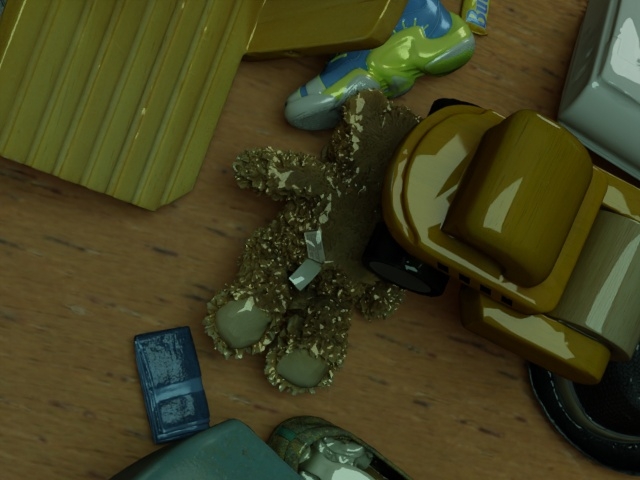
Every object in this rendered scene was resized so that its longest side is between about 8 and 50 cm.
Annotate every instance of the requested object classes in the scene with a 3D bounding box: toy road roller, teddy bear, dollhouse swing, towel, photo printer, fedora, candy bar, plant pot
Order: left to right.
[{"bbox_3d":[-0.159,0.153,1.658,0.067,0.029,0.119,-12,87,-16],"label":"towel"},{"bbox_3d":[-0.129,0.320,1.548,0.247,0.248,0.252,43,66,-6],"label":"plant pot"},{"bbox_3d":[-0.118,-0.202,1.516,0.347,0.315,0.305,22,73,-49],"label":"dollhouse swing"},{"bbox_3d":[0.000,0.000,1.671,0.245,0.113,0.338,16,82,-20],"label":"teddy bear"},{"bbox_3d":[0.189,-0.313,1.803,0.040,0.018,0.161,13,80,-12],"label":"candy bar"},{"bbox_3d":[0.217,-0.009,1.552,0.329,0.240,0.202,27,78,-9],"label":"toy road roller"},{"bbox_3d":[0.400,0.103,1.742,0.334,0.152,0.334,1,84,-14],"label":"fedora"},{"bbox_3d":[0.429,-0.149,1.753,0.307,0.107,0.256,30,45,-10],"label":"photo printer"}]

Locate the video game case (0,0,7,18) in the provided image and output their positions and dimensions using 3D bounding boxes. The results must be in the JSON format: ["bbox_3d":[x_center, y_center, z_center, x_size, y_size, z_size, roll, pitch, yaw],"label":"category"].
[{"bbox_3d":[-0.281,-0.211,1.671,0.190,0.022,0.173,-23,90,-16],"label":"video game case"}]

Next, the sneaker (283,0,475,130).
[{"bbox_3d":[0.048,-0.213,1.732,0.240,0.091,0.126,-23,76,-20],"label":"sneaker"}]

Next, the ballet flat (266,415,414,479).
[{"bbox_3d":[0.090,0.311,1.660,0.348,0.123,0.123,38,77,-8],"label":"ballet flat"}]
